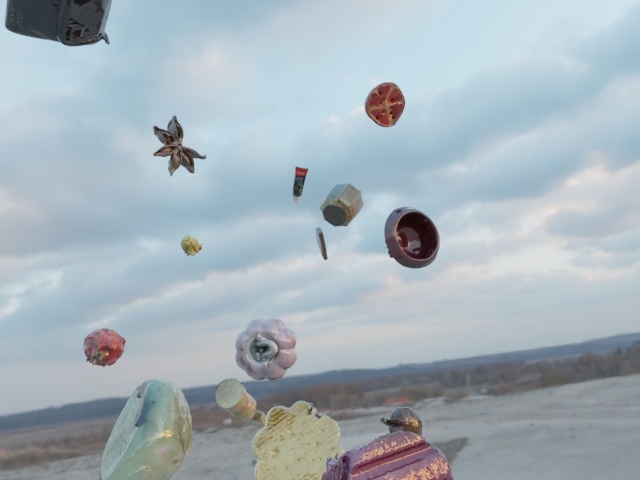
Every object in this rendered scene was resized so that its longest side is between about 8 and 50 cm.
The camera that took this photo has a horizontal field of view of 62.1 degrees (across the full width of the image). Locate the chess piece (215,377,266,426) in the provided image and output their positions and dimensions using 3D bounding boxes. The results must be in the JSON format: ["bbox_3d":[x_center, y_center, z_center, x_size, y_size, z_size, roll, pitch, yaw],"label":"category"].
[{"bbox_3d":[-0.327,0.705,2.245,0.137,0.137,0.301,-11,-42,13],"label":"chess piece"}]

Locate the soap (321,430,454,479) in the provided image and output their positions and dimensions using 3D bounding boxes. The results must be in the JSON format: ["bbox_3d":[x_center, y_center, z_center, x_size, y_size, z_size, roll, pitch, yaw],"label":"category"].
[{"bbox_3d":[0.121,0.460,0.983,0.289,0.182,0.112,0,-33,-41],"label":"soap"}]

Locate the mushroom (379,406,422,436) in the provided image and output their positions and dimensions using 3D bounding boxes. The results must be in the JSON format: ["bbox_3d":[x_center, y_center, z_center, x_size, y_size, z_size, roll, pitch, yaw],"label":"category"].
[{"bbox_3d":[0.283,0.644,1.849,0.170,0.135,0.080,19,-34,-12],"label":"mushroom"}]

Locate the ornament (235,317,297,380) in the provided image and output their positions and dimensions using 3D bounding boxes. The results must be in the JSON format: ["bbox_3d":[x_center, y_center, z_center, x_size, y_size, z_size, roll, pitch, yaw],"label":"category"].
[{"bbox_3d":[-0.151,0.300,1.464,0.177,0.178,0.177,-7,-15,-2],"label":"ornament"}]

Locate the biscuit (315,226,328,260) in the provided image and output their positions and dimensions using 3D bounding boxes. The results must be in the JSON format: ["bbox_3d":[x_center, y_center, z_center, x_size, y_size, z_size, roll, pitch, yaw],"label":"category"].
[{"bbox_3d":[0.000,0.000,1.810,0.019,0.120,0.130,-15,-26,-6],"label":"biscuit"}]

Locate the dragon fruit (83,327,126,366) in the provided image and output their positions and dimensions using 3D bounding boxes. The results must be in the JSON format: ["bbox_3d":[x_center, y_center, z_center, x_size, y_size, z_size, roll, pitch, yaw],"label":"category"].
[{"bbox_3d":[-0.800,0.410,1.964,0.152,0.153,0.111,-2,16,-18],"label":"dragon fruit"}]

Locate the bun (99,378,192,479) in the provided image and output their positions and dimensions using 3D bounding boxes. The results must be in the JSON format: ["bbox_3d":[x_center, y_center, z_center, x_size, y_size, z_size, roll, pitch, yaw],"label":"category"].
[{"bbox_3d":[-0.406,0.499,1.307,0.187,0.293,0.293,30,-30,-20],"label":"bun"}]

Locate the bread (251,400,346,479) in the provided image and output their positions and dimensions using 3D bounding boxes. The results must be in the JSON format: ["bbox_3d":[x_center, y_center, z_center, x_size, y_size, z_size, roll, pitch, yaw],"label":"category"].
[{"bbox_3d":[-0.068,0.669,1.680,0.315,0.316,0.054,-5,-29,-8],"label":"bread"}]

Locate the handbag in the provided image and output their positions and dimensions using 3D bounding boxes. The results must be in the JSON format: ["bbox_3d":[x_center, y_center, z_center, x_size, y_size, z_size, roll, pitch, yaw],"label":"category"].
[{"bbox_3d":[-0.681,-0.659,1.430,0.274,0.178,0.302,12,-43,-30],"label":"handbag"}]

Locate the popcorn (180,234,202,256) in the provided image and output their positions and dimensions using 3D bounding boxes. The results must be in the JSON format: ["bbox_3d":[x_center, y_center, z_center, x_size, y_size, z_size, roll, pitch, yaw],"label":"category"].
[{"bbox_3d":[-0.486,0.030,1.968,0.084,0.084,0.084,-7,-15,-2],"label":"popcorn"}]

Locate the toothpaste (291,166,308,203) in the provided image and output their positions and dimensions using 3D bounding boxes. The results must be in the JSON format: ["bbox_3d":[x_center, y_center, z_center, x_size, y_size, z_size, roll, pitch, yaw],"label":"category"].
[{"bbox_3d":[-0.119,-0.299,2.857,0.071,0.194,0.045,10,14,-11],"label":"toothpaste"}]

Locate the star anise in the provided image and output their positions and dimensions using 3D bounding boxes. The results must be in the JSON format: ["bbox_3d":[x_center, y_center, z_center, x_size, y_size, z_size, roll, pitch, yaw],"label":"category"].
[{"bbox_3d":[-0.501,-0.308,1.812,0.063,0.172,0.208,-6,-49,41],"label":"star anise"}]

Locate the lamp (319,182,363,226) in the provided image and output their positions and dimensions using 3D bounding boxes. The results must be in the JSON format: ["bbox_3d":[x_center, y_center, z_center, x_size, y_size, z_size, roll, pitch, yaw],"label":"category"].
[{"bbox_3d":[0.092,-0.150,2.236,0.161,0.161,0.185,-19,21,38],"label":"lamp"}]

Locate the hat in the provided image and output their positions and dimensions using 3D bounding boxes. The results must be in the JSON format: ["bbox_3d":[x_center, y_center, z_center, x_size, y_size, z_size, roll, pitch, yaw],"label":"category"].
[{"bbox_3d":[0.268,-0.005,1.606,0.205,0.206,0.089,1,-15,-28],"label":"hat"}]

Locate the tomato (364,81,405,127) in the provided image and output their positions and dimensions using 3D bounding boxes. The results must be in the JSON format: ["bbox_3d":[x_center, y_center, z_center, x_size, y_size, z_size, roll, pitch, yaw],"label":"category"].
[{"bbox_3d":[0.220,-0.484,1.878,0.155,0.156,0.069,-1,20,-23],"label":"tomato"}]
